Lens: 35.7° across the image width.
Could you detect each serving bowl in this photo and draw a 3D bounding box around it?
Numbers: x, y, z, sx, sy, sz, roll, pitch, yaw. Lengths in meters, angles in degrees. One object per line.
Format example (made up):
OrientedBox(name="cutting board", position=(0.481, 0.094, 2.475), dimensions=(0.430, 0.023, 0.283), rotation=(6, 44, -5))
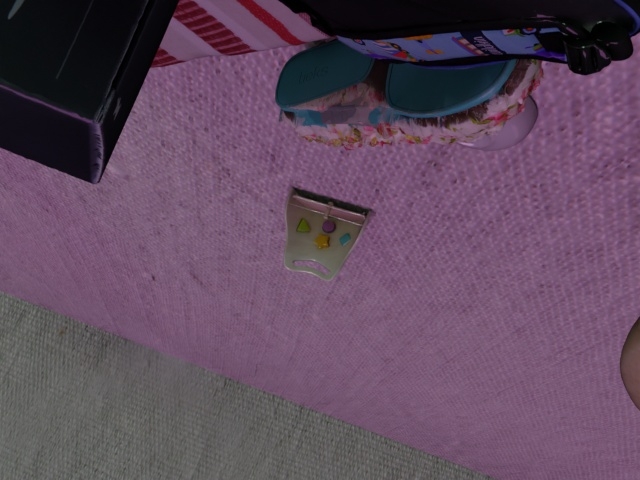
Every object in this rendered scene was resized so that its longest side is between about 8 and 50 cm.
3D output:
OrientedBox(name="serving bowl", position=(0.103, -0.083, 0.671), dimensions=(0.083, 0.027, 0.083), rotation=(19, 162, 6))

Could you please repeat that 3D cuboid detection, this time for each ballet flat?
OrientedBox(name="ballet flat", position=(0.062, -0.094, 0.606), dimensions=(0.077, 0.091, 0.241), rotation=(25, 173, -33))

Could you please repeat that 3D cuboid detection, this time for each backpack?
OrientedBox(name="backpack", position=(0.043, -0.142, 0.409), dimensions=(0.158, 0.117, 0.173), rotation=(30, 169, -24))

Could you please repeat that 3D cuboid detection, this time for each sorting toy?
OrientedBox(name="sorting toy", position=(0.000, 0.000, 0.960), dimensions=(0.083, 0.075, 0.045), rotation=(17, 162, 13))

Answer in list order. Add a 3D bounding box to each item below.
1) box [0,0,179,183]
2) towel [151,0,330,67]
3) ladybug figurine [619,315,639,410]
OrientedBox(name="box", position=(-0.171, -0.141, 0.469), dimensions=(0.207, 0.153, 0.108), rotation=(23, 164, -8))
OrientedBox(name="towel", position=(-0.133, -0.188, 0.614), dimensions=(0.329, 0.037, 0.237), rotation=(3, 156, 47))
OrientedBox(name="ladybug figurine", position=(0.373, 0.070, 0.576), dimensions=(0.305, 0.162, 0.449), rotation=(30, 164, -17))
